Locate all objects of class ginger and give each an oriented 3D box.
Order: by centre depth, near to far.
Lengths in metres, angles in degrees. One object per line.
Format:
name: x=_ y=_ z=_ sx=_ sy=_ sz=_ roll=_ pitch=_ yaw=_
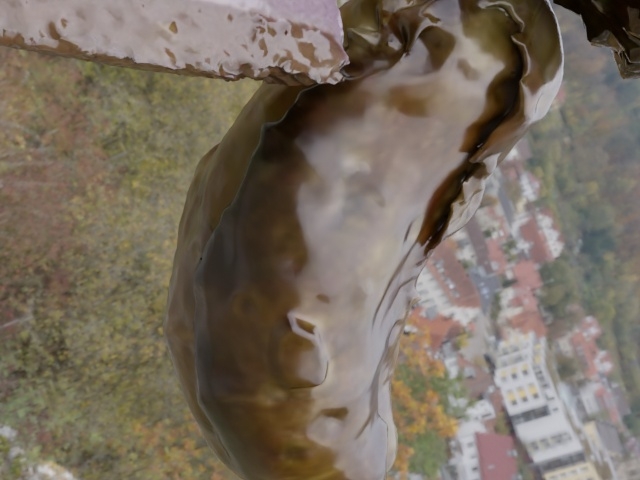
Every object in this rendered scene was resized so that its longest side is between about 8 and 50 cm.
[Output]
ginger: x=0.000 y=0.000 z=0.473 sx=0.165 sy=0.172 sz=0.321 roll=-41 pitch=152 yaw=-62

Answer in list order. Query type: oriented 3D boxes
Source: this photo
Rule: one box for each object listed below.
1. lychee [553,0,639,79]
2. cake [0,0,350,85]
lychee: x=0.195 y=-0.160 z=0.345 sx=0.271 sy=0.236 sz=0.236 roll=41 pitch=32 yaw=-50
cake: x=-0.131 y=-0.128 z=0.318 sx=0.295 sy=0.112 sz=0.116 roll=7 pitch=95 yaw=-36
